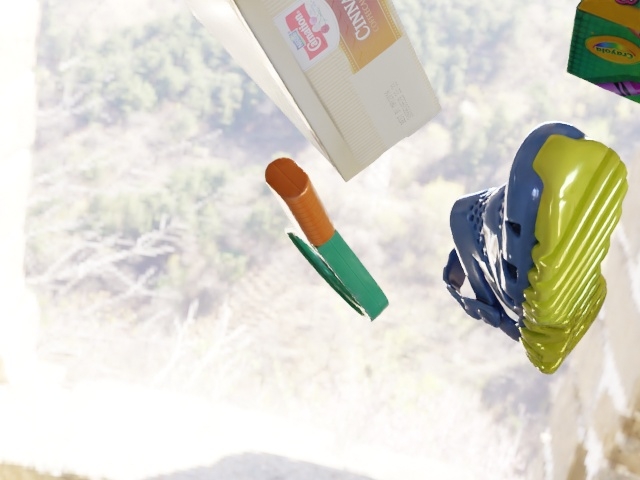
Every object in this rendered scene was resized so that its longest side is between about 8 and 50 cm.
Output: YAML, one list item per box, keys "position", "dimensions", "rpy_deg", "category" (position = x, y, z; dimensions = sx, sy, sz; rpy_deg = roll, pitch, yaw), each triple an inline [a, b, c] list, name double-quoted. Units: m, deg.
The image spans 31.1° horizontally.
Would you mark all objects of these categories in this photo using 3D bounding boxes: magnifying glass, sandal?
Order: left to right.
- position: [0.000, 0.000, 0.764]
  dimensions: [0.092, 0.026, 0.231]
  rpy_deg: [45, -7, 20]
  category: "magnifying glass"
- position: [0.159, 0.004, 0.930]
  dimensions: [0.138, 0.317, 0.126]
  rpy_deg: [33, 70, 21]
  category: "sandal"

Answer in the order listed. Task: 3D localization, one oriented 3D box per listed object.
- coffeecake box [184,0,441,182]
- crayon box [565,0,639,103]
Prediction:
- position: [-0.032, -0.139, 0.604]
  dimensions: [0.185, 0.068, 0.142]
  rpy_deg: [50, -4, 40]
  category: "coffeecake box"
- position: [0.325, -0.220, 0.887]
  dimensions: [0.165, 0.081, 0.278]
  rpy_deg: [26, 68, 18]
  category: "crayon box"
